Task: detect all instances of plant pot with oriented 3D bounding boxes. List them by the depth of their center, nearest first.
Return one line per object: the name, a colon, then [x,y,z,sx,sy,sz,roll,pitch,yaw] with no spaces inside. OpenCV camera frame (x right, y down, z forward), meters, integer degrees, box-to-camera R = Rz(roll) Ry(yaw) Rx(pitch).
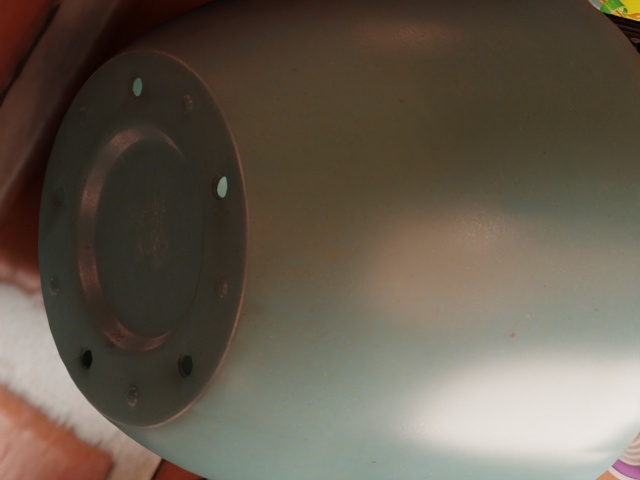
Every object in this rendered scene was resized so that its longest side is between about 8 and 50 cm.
plant pot: [0.000,0.000,1.010,0.235,0.293,0.293,1,105,-38]

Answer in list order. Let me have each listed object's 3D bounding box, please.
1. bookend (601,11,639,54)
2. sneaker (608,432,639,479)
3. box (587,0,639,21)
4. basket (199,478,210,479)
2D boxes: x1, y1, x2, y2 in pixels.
bookend: [0.143,-0.080,1.251,0.157,0.156,0.072,-37,132,-37]
sneaker: [0.301,0.042,1.575,0.152,0.114,0.305,-2,114,-62]
box: [0.336,-0.231,1.421,0.290,0.177,0.279,-45,136,-31]
basket: [-0.044,0.276,1.179,0.204,0.154,0.227,-11,117,-49]
